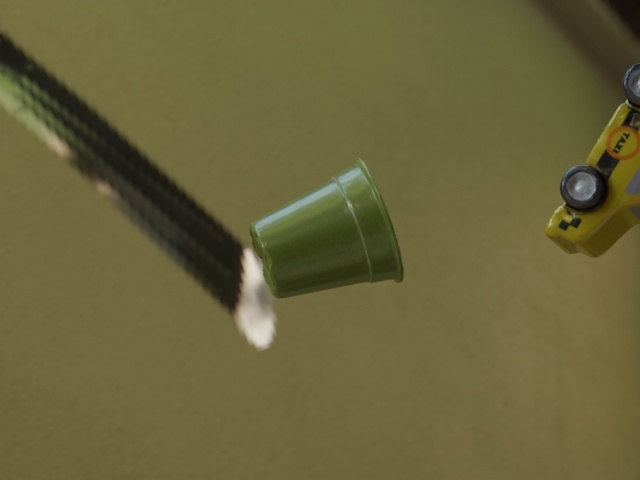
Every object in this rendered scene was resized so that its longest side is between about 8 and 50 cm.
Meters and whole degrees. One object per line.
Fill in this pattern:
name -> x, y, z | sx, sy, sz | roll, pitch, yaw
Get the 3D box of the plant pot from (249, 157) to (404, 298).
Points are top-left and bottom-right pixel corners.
plant pot -> 0.000, 0.000, 1.063 | 0.083, 0.079, 0.083 | 161, 90, -83

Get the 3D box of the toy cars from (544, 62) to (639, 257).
toy cars -> 0.324, -0.115, 1.408 | 0.087, 0.176, 0.394 | 32, -129, 21
